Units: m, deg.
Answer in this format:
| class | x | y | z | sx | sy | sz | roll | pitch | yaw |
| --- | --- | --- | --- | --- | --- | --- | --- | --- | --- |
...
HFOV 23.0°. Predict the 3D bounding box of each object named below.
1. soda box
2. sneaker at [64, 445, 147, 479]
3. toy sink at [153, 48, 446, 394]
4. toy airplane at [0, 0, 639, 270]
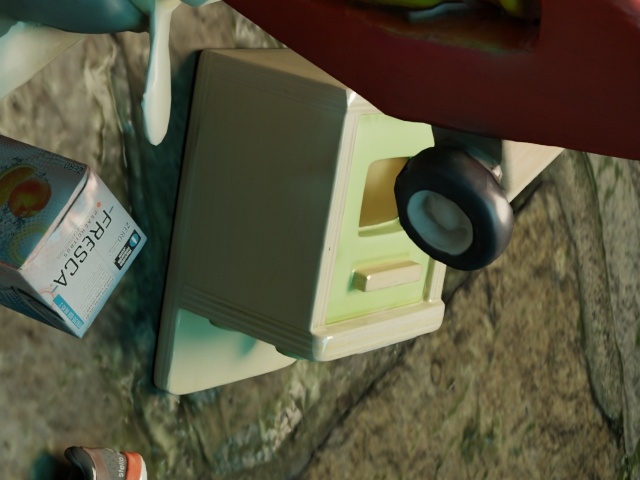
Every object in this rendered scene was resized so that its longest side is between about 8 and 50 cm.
| class | x | y | z | sx | sy | sz | roll | pitch | yaw |
| --- | --- | --- | --- | --- | --- | --- | --- | --- | --- |
| soda box | -0.173 | -0.019 | 0.723 | 0.058 | 0.183 | 0.063 | -58 | 146 | -19 |
| sneaker | -0.166 | 0.197 | 0.974 | 0.065 | 0.061 | 0.158 | 25 | 84 | -30 |
| toy sink | 0.000 | 0.000 | 1.030 | 0.153 | 0.131 | 0.234 | -8 | 113 | -53 |
| toy airplane | -0.014 | -0.193 | 0.702 | 0.272 | 0.384 | 0.386 | 102 | -17 | -52 |
